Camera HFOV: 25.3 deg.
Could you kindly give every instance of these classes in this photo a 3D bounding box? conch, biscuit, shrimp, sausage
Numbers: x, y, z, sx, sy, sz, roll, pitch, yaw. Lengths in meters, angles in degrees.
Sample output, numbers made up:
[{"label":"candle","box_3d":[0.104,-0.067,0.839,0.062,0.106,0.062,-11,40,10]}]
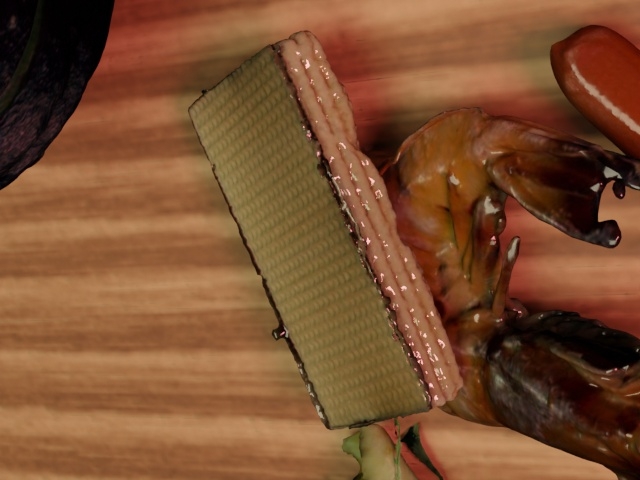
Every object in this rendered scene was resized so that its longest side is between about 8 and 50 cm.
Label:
[{"label":"conch","box_3d":[0.046,0.187,0.814,0.105,0.079,0.170,-31,76,30]},{"label":"biscuit","box_3d":[0.000,0.000,0.748,0.121,0.040,0.199,-25,87,58]},{"label":"shrimp","box_3d":[0.119,0.024,0.680,0.289,0.075,0.178,22,128,51]},{"label":"sausage","box_3d":[0.160,-0.051,0.662,0.131,0.039,0.041,42,99,8]}]

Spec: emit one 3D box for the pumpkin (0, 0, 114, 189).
[{"label":"pumpkin","box_3d":[-0.271,-0.167,0.682,0.266,0.363,0.363,-38,87,18]}]
